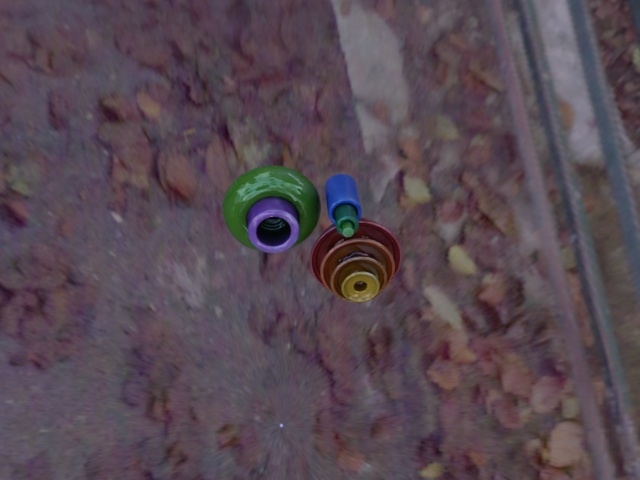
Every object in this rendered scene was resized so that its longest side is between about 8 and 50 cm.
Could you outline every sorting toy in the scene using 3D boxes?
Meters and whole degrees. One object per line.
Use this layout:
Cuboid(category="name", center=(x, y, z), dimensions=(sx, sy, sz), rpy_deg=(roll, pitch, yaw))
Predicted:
Cuboid(category="sorting toy", center=(0.000, 0.000, 0.639), dimensions=(0.102, 0.042, 0.061), rpy_deg=(25, 118, -20))
